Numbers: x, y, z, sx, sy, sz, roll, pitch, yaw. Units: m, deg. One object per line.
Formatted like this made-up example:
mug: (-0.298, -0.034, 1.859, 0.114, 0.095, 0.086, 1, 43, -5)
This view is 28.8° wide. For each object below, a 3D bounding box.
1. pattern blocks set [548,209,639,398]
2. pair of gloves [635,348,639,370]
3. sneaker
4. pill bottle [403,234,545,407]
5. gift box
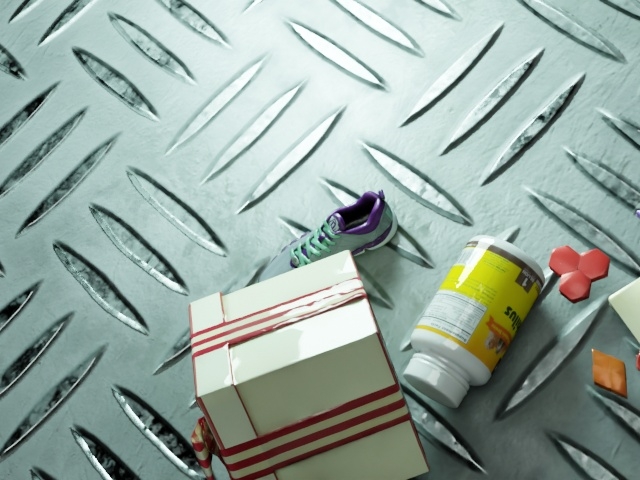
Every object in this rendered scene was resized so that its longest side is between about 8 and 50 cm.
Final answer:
pattern blocks set: (0.470, 0.101, 1.595, 0.285, 0.026, 0.324, -25, 62, 4)
pair of gloves: (0.497, 0.101, 1.616, 0.159, 0.023, 0.198, 7, 68, 17)
sneaker: (0.000, 0.000, 1.745, 0.224, 0.098, 0.083, -34, 62, -4)
pill bottle: (0.197, 0.108, 1.633, 0.117, 0.117, 0.215, 26, 74, 24)
gift box: (-0.026, 0.208, 1.547, 0.258, 0.276, 0.255, -19, 22, 2)
